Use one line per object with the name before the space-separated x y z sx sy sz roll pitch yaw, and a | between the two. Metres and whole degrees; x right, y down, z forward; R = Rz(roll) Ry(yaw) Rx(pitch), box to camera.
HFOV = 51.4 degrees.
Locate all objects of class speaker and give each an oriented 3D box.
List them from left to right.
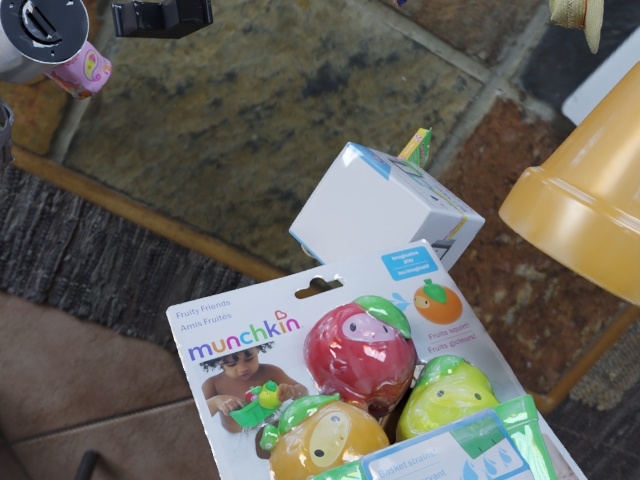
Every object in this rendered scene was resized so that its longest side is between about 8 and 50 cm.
speaker | -0.207 -0.143 0.467 0.055 0.136 0.055 -4 98 -33

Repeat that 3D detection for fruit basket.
fruit basket | 0.055 0.156 0.646 0.326 0.353 0.165 -13 149 -20

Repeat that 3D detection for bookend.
bookend | -0.339 -0.485 1.422 0.157 0.156 0.072 -12 98 -39

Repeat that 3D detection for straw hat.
straw hat | 0.358 -0.334 0.946 0.061 0.144 0.145 -4 116 14

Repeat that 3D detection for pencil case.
pencil case | -0.581 -0.427 1.414 0.124 0.124 0.284 -33 135 15

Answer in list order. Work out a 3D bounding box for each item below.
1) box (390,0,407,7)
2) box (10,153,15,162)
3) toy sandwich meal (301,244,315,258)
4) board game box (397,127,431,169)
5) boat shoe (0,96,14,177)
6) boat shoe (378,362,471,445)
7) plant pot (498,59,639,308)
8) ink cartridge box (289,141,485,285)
box | 0.142 -0.480 1.219 0.081 0.136 0.028 -38 145 -1
box | -0.395 -0.154 0.689 0.029 0.116 0.162 -41 140 -6
toy sandwich meal | 0.000 0.000 1.347 0.085 0.086 0.029 7 141 -4
board game box | 0.236 -0.198 1.818 0.039 0.259 0.124 25 142 23
boat shoe | -0.242 -0.067 0.419 0.102 0.285 0.092 25 76 -20
boat shoe | 0.167 0.230 1.057 0.116 0.324 0.123 39 143 -23
plant pot | 0.304 -0.054 0.619 0.205 0.205 0.188 25 106 -12
ink cartridge box | 0.128 -0.026 1.205 0.198 0.270 0.197 43 110 25
